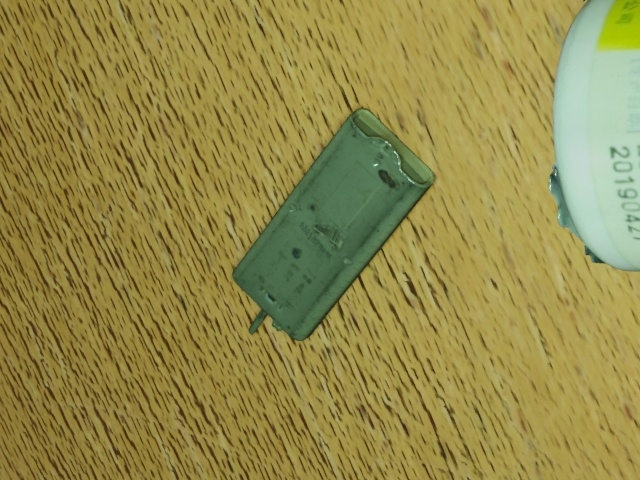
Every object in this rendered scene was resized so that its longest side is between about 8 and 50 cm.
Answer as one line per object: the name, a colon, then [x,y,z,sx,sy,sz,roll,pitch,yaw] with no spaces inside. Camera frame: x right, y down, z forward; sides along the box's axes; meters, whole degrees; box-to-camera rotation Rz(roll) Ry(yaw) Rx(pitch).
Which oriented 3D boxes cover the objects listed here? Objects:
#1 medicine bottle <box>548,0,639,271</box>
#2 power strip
medicine bottle: [0.362,-0.081,1.330,0.378,0.213,0.214,1,111,32]
power strip: [0.000,0.000,1.711,0.092,0.034,0.268,44,127,8]
